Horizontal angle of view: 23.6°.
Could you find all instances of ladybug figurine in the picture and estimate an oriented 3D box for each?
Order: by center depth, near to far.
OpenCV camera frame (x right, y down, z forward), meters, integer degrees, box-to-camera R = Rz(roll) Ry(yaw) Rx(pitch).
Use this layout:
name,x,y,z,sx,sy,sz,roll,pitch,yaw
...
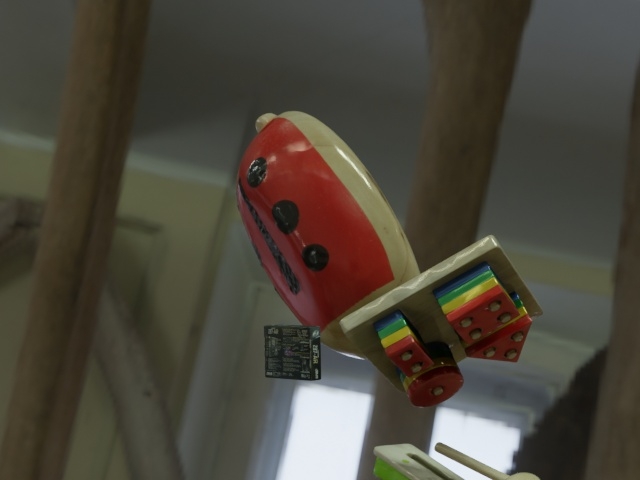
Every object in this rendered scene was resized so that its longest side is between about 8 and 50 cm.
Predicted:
name,x,y,z,sx,sy,sz,roll,pitch,yaw
ladybug figurine,0.000,0.000,2.426,0.162,0.449,0.305,-25,-14,-26

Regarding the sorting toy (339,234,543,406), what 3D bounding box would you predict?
name,x,y,z,sx,sy,sz,roll,pitch,yaw
sorting toy,0.197,0.139,2.269,0.257,0.089,0.255,-30,-34,8

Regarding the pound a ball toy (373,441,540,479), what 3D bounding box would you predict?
name,x,y,z,sx,sy,sz,roll,pitch,yaw
pound a ball toy,0.222,0.409,2.429,0.135,0.208,0.319,5,15,-40

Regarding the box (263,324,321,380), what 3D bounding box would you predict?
name,x,y,z,sx,sy,sz,roll,pitch,yaw
box,-0.035,0.139,1.896,0.083,0.067,0.018,-2,0,44
